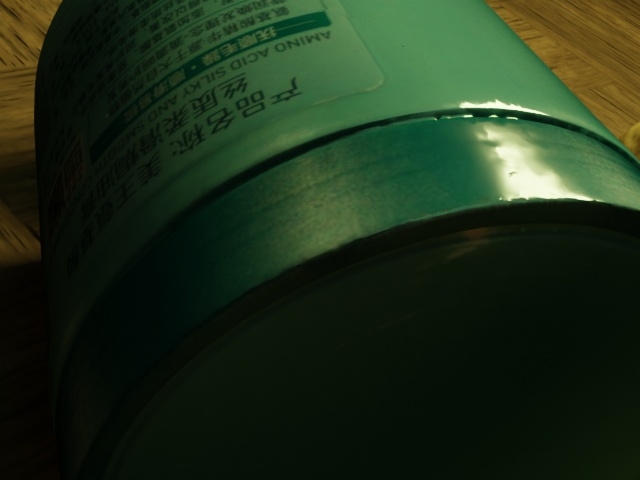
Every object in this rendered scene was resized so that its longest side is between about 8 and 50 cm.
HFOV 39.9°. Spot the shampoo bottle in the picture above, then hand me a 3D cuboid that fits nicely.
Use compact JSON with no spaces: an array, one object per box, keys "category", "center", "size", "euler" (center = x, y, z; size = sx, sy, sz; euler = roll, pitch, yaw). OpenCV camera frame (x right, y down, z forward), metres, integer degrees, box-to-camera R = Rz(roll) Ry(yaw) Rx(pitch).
[{"category":"shampoo bottle","center":[0.000,0.000,0.534],"size":[0.331,0.331,0.342],"euler":[3,39,-25]}]

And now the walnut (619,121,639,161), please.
[{"category":"walnut","center":[0.413,-0.002,0.802],"size":[0.344,0.306,0.306],"euler":[16,36,-21]}]
